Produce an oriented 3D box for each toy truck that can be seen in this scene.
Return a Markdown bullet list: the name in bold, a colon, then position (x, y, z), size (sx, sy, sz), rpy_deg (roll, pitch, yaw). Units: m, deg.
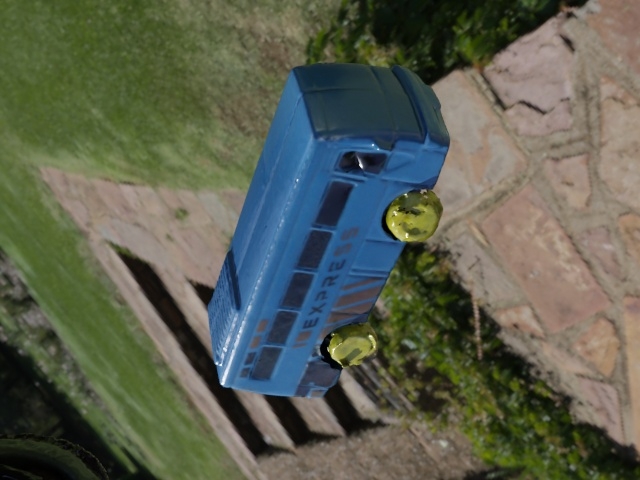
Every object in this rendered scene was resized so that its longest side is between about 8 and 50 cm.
- **toy truck**: position (0.000, 0.000, 0.884), size (0.161, 0.162, 0.385), rpy_deg (-106, 31, -46)

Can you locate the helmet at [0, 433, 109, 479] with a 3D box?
- **helmet**: position (-0.234, 0.287, 0.495), size (0.271, 0.338, 0.197), rpy_deg (0, 128, 14)
